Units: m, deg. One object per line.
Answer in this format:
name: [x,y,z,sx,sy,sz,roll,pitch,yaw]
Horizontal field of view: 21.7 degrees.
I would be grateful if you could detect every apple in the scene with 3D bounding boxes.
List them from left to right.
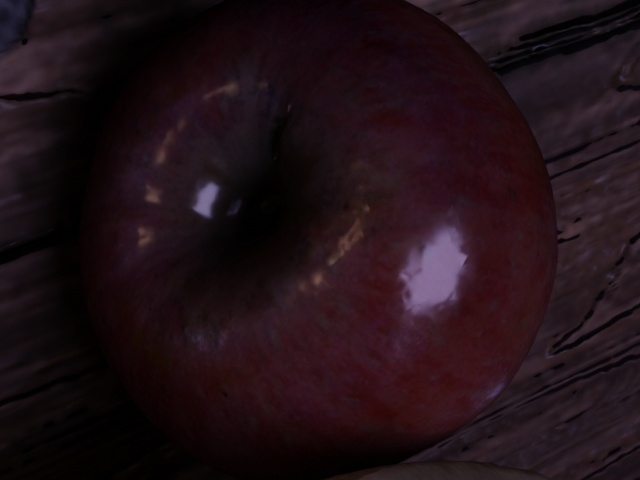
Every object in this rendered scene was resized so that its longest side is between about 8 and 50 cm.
apple: [0.000,0.000,0.515,0.120,0.153,0.153,18,92,-58]

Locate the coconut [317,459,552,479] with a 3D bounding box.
coconut: [0.016,0.207,0.464,0.329,0.329,0.328,-11,109,-35]
